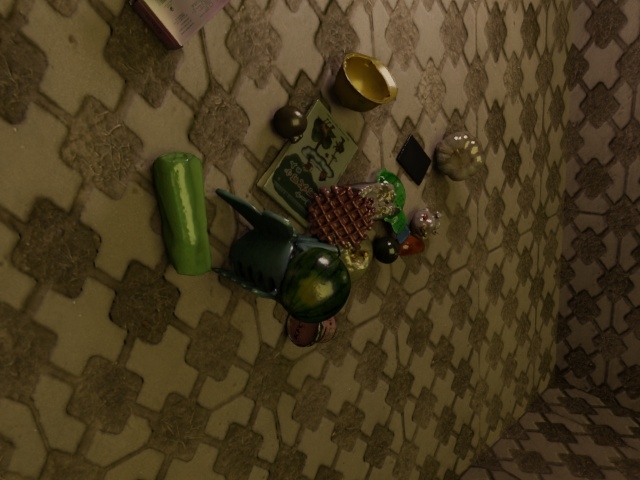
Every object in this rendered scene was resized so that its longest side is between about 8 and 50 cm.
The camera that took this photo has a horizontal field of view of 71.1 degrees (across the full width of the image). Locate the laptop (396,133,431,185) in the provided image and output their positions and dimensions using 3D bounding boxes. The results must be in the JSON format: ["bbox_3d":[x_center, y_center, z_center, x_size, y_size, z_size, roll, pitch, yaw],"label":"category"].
[{"bbox_3d":[0.399,-0.341,1.900,0.197,0.016,0.135,40,73,-40],"label":"laptop"}]

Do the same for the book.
[{"bbox_3d":[-0.030,-0.258,1.541,0.260,0.043,0.370,41,73,-40],"label":"book"}]

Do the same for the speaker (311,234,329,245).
[{"bbox_3d":[0.004,-0.001,1.608,0.060,0.076,0.094,26,74,-41],"label":"speaker"}]

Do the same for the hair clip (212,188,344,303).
[{"bbox_3d":[-0.144,0.049,1.344,0.392,0.319,0.238,30,83,-42],"label":"hair clip"}]

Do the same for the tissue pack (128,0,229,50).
[{"bbox_3d":[-0.343,-0.628,1.157,0.246,0.093,0.148,-52,126,-18],"label":"tissue pack"}]

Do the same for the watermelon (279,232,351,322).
[{"bbox_3d":[0.008,0.122,1.203,0.232,0.127,0.203,-31,117,-34],"label":"watermelon"}]

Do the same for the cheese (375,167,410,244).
[{"bbox_3d":[0.291,-0.136,1.798,0.204,0.083,0.320,-43,121,-38],"label":"cheese"}]

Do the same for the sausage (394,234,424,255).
[{"bbox_3d":[0.380,0.021,1.920,0.179,0.089,0.089,-4,103,-38],"label":"sausage"}]

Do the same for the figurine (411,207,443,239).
[{"bbox_3d":[0.463,-0.075,1.957,0.229,0.112,0.137,-8,109,-51],"label":"figurine"}]

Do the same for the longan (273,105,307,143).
[{"bbox_3d":[-0.093,-0.367,1.421,0.106,0.106,0.119,-25,99,-33],"label":"longan"}]

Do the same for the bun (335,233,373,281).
[{"bbox_3d":[0.122,0.056,1.684,0.223,0.128,0.222,-13,111,-37],"label":"bun"}]

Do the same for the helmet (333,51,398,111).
[{"bbox_3d":[0.134,-0.525,1.553,0.257,0.140,0.205,-19,80,-45],"label":"helmet"}]

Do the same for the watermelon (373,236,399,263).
[{"bbox_3d":[0.267,0.031,1.808,0.105,0.105,0.133,-34,142,-29],"label":"watermelon"}]

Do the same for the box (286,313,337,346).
[{"bbox_3d":[-0.023,0.307,1.613,0.135,0.151,0.151,16,90,-49],"label":"box"}]

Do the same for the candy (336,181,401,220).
[{"bbox_3d":[0.159,-0.143,1.634,0.185,0.195,0.137,-12,103,-33],"label":"candy"}]

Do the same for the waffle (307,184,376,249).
[{"bbox_3d":[0.065,-0.080,1.517,0.055,0.235,0.221,-51,159,-69],"label":"waffle"}]

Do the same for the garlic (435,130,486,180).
[{"bbox_3d":[0.612,-0.380,1.987,0.212,0.219,0.218,-49,138,-69],"label":"garlic"}]

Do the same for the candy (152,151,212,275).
[{"bbox_3d":[-0.370,-0.072,1.236,0.132,0.142,0.342,-24,116,-48],"label":"candy"}]
